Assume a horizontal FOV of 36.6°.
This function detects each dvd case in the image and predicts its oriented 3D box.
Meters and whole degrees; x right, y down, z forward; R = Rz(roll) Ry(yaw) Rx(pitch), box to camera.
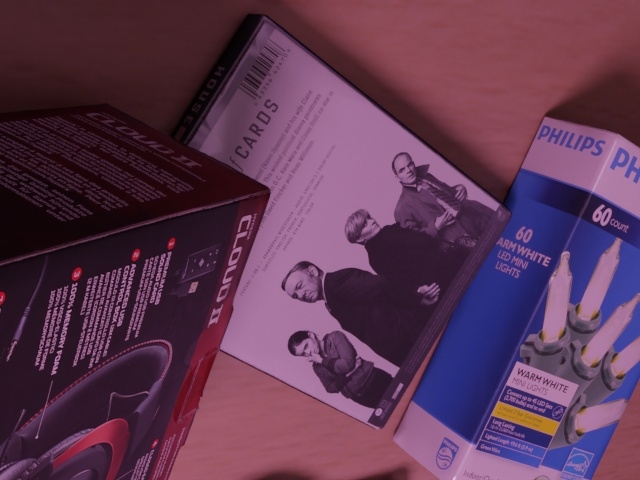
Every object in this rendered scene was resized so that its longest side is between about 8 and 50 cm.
[{"bbox_3d":[0.000,0.000,0.607,0.239,0.029,0.179,33,89,-34],"label":"dvd case"}]

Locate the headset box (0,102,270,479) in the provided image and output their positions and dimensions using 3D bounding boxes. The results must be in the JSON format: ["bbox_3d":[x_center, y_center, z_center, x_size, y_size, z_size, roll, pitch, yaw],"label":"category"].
[{"bbox_3d":[-0.150,0.067,0.406,0.293,0.110,0.218,-23,138,-61],"label":"headset box"}]

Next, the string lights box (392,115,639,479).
[{"bbox_3d":[0.171,0.058,0.699,0.133,0.077,0.259,22,94,-33],"label":"string lights box"}]
